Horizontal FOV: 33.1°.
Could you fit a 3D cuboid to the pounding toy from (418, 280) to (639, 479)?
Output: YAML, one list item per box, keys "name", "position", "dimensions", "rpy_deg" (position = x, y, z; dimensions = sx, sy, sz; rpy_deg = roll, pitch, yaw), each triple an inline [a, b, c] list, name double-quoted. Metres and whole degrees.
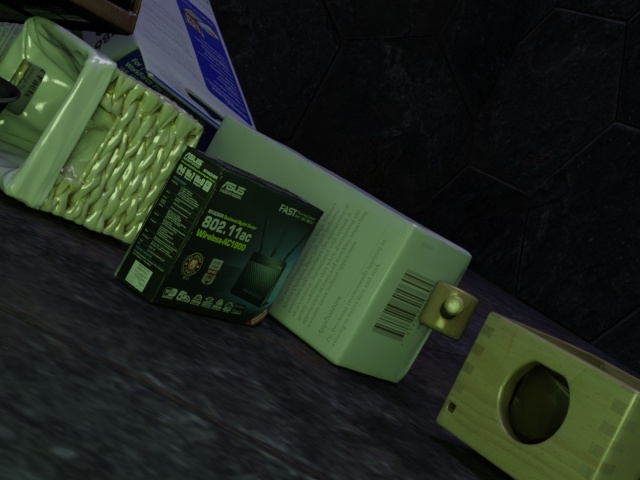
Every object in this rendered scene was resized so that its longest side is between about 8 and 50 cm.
- name: "pounding toy"
  position: [0.126, 0.103, 0.692]
  dimensions: [0.181, 0.094, 0.206]
  rpy_deg: [24, 4, -38]

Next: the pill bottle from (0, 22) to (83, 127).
- name: "pill bottle"
  position: [-0.275, -0.175, 1.035]
  dimensions: [0.229, 0.131, 0.131]
  rpy_deg: [31, 3, -23]

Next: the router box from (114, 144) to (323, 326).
- name: "router box"
  position: [-0.061, 0.001, 0.685]
  dimensions: [0.038, 0.092, 0.122]
  rpy_deg: [32, 6, 31]

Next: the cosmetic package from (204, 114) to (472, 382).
- name: "cosmetic package"
  position: [-0.010, 0.002, 0.837]
  dimensions: [0.085, 0.117, 0.231]
  rpy_deg: [25, 8, -47]

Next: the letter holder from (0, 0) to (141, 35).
- name: "letter holder"
  position: [-0.282, -0.295, 0.832]
  dimensions: [0.302, 0.214, 0.152]
  rpy_deg: [11, -4, 27]

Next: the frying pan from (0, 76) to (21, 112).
- name: "frying pan"
  position: [-0.315, -0.108, 0.596]
  dimensions: [0.197, 0.053, 0.326]
  rpy_deg: [25, 12, 29]

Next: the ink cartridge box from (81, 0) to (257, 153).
- name: "ink cartridge box"
  position: [-0.151, -0.183, 1.018]
  dimensions: [0.165, 0.065, 0.332]
  rpy_deg: [38, 20, -39]

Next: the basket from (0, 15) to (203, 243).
- name: "basket"
  position: [-0.173, -0.079, 0.776]
  dimensions: [0.103, 0.113, 0.167]
  rpy_deg: [30, 3, -34]
